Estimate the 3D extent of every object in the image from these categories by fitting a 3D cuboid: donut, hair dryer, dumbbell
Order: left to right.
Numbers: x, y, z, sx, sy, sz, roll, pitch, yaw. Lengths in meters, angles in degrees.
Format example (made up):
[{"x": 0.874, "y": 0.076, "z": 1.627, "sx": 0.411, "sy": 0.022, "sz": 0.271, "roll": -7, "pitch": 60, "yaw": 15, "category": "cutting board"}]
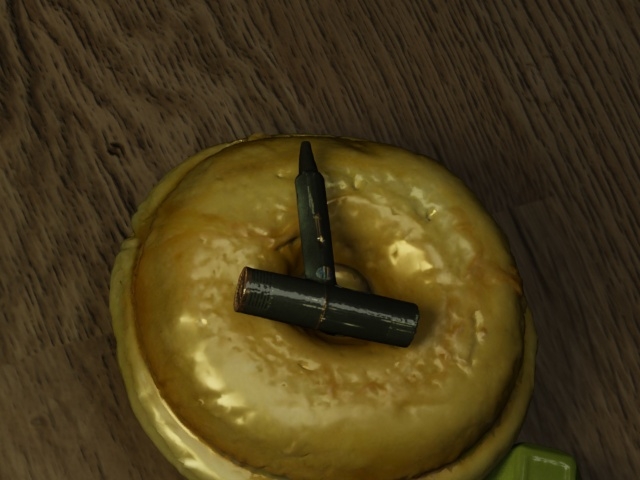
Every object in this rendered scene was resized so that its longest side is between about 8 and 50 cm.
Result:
[{"x": 0.006, "y": 0.084, "z": 1.955, "sx": 0.449, "sy": 0.198, "sz": 0.449, "roll": 7, "pitch": 63, "yaw": -13, "category": "donut"}, {"x": 0.014, "y": -0.001, "z": 1.863, "sx": 0.173, "sy": 0.050, "sz": 0.195, "roll": 15, "pitch": 61, "yaw": -13, "category": "hair dryer"}, {"x": 0.197, "y": 0.352, "z": 1.938, "sx": 0.121, "sy": 0.108, "sz": 0.302, "roll": 14, "pitch": 62, "yaw": -11, "category": "dumbbell"}]
